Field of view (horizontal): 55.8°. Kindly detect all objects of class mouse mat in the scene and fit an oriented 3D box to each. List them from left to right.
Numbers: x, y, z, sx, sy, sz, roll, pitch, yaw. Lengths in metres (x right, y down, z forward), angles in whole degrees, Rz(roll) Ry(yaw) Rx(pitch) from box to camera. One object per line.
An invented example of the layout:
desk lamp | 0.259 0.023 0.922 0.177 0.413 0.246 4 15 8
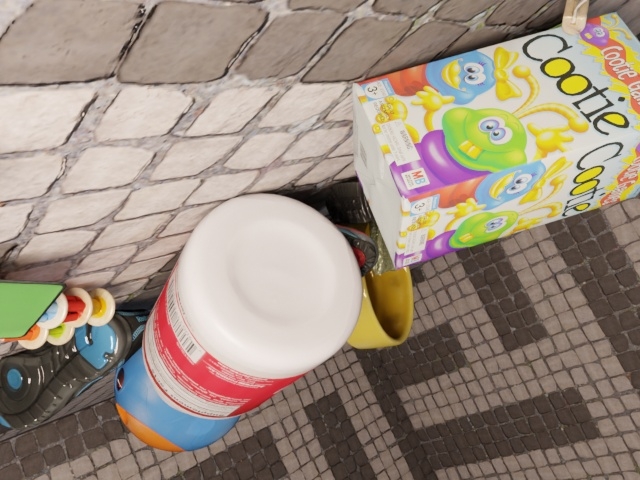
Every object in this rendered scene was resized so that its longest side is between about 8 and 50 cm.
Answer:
mouse mat | -0.365 0.074 0.623 0.153 0.007 0.190 6 153 -38

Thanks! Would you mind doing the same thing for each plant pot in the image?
plant pot | 0.027 0.091 1.181 0.239 0.253 0.254 -12 176 26

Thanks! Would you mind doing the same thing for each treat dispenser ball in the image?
treat dispenser ball | -0.297 0.309 1.314 0.288 0.288 0.288 -24 170 -5

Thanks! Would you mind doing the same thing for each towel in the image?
towel | 0.117 -0.015 1.083 0.027 0.148 0.110 -1 -178 27

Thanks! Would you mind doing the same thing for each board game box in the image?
board game box | 0.185 -0.097 0.609 0.276 0.142 0.144 -17 152 -5

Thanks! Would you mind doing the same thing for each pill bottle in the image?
pill bottle | -0.125 0.124 0.866 0.229 0.229 0.407 -19 164 -33

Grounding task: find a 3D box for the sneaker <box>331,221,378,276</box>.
sneaker | 0.000 0.000 0.931 0.125 0.104 0.262 -33 -159 -36

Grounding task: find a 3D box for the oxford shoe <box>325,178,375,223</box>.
oxford shoe | 0.124 -0.065 0.861 0.227 0.082 0.096 10 -157 37

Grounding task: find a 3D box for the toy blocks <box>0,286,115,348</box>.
toy blocks | -0.355 0.100 0.770 0.123 0.054 0.148 -25 169 12

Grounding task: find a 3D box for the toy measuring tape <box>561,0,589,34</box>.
toy measuring tape | 0.334 -0.247 0.448 0.121 0.121 0.330 -20 169 -28

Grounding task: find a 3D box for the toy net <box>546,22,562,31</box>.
toy net | 0.201 -0.179 0.724 0.232 0.045 0.122 -26 -179 22

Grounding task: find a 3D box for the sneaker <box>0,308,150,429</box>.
sneaker | -0.419 0.215 1.013 0.341 0.125 0.140 -27 175 21
